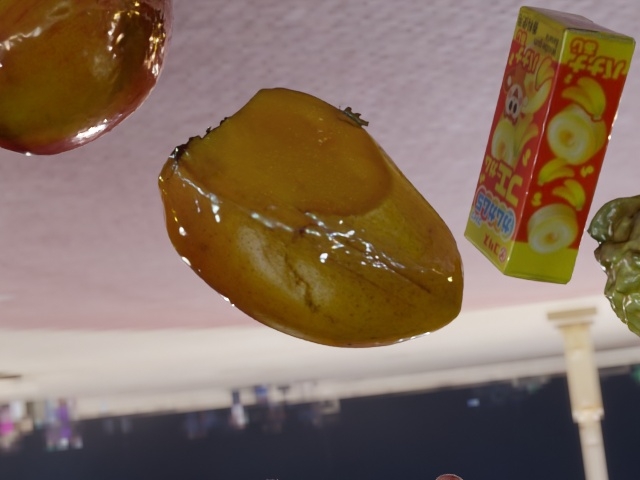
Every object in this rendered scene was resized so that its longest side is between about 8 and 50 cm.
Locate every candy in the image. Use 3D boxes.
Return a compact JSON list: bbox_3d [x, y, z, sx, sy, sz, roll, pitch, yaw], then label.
[{"bbox_3d":[0.245,-0.106,1.618,0.088,0.276,0.146,7,-162,-18],"label":"candy"}]

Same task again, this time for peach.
[{"bbox_3d":[-0.280,-0.227,1.609,0.281,0.238,0.281,-35,-176,3],"label":"peach"}]

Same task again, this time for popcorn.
[{"bbox_3d":[0.336,0.014,1.379,0.142,0.173,0.173,-9,174,42],"label":"popcorn"}]

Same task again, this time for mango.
[{"bbox_3d":[0.000,0.000,1.260,0.187,0.257,0.138,-43,168,-16],"label":"mango"}]

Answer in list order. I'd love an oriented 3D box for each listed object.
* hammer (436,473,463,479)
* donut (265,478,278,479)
[{"bbox_3d":[0.103,0.230,1.305,0.031,0.052,0.083,11,173,-17],"label":"hammer"},{"bbox_3d":[-0.052,0.370,1.443,0.107,0.272,0.272,18,178,12],"label":"donut"}]
